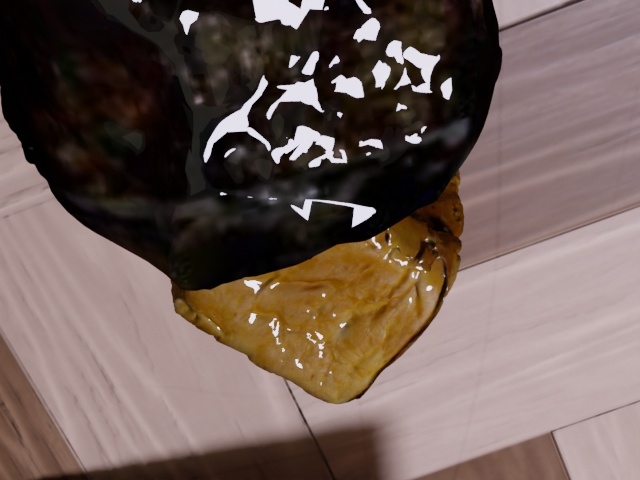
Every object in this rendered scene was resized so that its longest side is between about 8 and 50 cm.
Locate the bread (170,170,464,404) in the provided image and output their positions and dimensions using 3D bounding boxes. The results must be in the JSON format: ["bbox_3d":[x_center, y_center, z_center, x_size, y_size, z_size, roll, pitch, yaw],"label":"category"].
[{"bbox_3d":[0.000,0.000,1.097,0.143,0.149,0.158,35,113,-20],"label":"bread"}]

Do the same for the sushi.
[{"bbox_3d":[-0.060,-0.174,0.901,0.281,0.299,0.294,-29,128,-20],"label":"sushi"}]
